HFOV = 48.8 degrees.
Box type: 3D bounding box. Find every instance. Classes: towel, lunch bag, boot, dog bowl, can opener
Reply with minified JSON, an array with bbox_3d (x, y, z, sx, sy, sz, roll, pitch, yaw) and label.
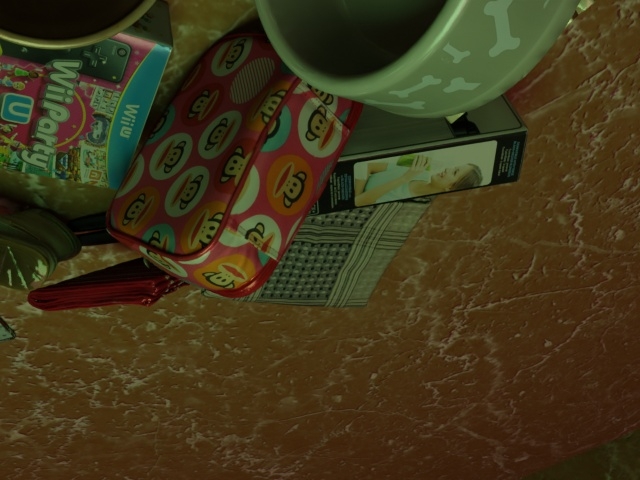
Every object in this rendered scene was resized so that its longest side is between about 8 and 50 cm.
[{"bbox_3d":[-0.224,0.045,0.948,0.199,0.031,0.275,-5,-172,24],"label":"towel"},{"bbox_3d":[-0.115,-0.097,0.804,0.120,0.258,0.293,41,73,-45],"label":"lunch bag"},{"bbox_3d":[-0.430,-0.013,0.914,0.213,0.165,0.077,24,101,-6],"label":"boot"},{"bbox_3d":[0.059,-0.276,0.590,0.102,0.348,0.348,-10,142,-37],"label":"dog bowl"},{"bbox_3d":[0.000,0.000,1.119,0.312,0.056,0.324,8,133,-24],"label":"towel"},{"bbox_3d":[-0.274,-0.019,1.013,0.186,0.059,0.073,-11,139,-5],"label":"can opener"}]

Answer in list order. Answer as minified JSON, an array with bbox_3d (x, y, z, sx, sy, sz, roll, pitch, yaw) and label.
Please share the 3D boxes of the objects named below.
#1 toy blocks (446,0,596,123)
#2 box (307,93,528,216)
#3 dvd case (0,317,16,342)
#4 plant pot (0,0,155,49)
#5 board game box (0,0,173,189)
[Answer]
[{"bbox_3d":[0.160,-0.311,0.689,0.260,0.309,0.288,50,125,-1],"label":"toy blocks"},{"bbox_3d":[0.098,-0.137,0.918,0.290,0.169,0.087,-9,136,-5],"label":"box"},{"bbox_3d":[-0.558,0.133,1.128,0.087,0.013,0.119,-15,139,0],"label":"dvd case"},{"bbox_3d":[-0.256,-0.296,0.646,0.237,0.110,0.237,-6,104,-22],"label":"plant pot"},{"bbox_3d":[-0.343,-0.191,0.780,0.303,0.097,0.224,10,133,-27],"label":"board game box"}]
